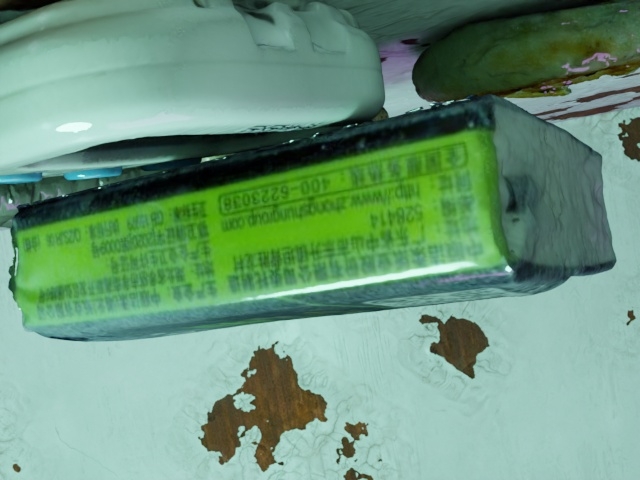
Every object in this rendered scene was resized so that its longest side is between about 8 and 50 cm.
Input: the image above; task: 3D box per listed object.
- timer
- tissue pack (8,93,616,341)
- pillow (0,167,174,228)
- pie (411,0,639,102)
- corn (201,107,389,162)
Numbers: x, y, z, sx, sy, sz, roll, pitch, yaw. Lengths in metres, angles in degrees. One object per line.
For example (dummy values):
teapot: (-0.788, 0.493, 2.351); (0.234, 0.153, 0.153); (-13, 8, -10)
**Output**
timer: (-0.101, -0.093, 0.505); (0.237, 0.087, 0.262); (-9, -177, 37)
tissue pack: (0.000, 0.000, 0.634); (0.394, 0.124, 0.288); (-10, 175, 31)
pillow: (-0.336, -0.057, 0.818); (0.326, 0.101, 0.228); (-15, -179, -39)
pie: (0.230, -0.176, 0.760); (0.303, 0.066, 0.302); (-10, -176, 1)
corn: (-0.078, -0.095, 0.867); (0.335, 0.126, 0.127); (-7, -176, 36)
